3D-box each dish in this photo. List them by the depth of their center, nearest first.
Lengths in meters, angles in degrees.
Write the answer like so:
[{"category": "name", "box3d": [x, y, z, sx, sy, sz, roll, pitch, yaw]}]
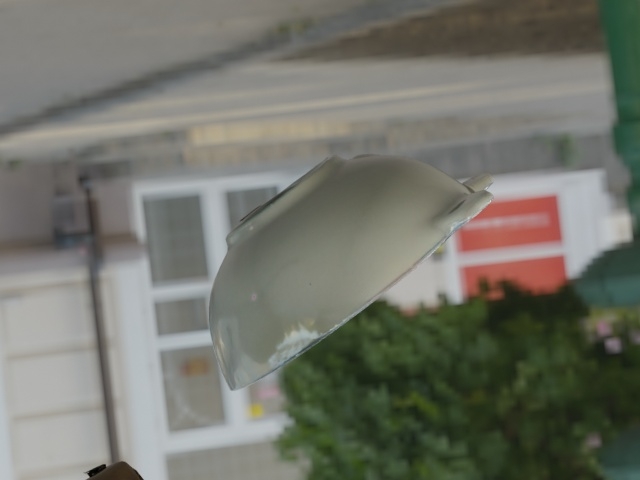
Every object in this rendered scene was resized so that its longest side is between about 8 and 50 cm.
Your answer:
[{"category": "dish", "box3d": [0.000, 0.000, 1.282, 0.236, 0.086, 0.228, -36, -176, 13]}]

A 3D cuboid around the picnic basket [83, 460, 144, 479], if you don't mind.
[{"category": "picnic basket", "box3d": [-0.115, 0.311, 0.972, 0.291, 0.321, 0.254, -27, 153, -40]}]
